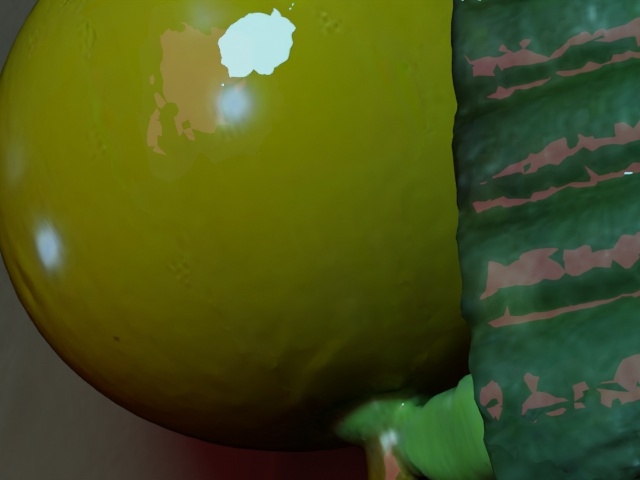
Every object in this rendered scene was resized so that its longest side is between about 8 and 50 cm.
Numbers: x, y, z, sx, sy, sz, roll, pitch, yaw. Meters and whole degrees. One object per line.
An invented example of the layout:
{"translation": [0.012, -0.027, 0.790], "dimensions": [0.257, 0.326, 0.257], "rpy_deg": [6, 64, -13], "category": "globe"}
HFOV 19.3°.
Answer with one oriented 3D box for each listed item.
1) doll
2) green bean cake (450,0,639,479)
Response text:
{"translation": [0.000, 0.000, 0.601], "dimensions": [0.213, 0.213, 0.236], "rpy_deg": [-30, 60, 30], "category": "doll"}
{"translation": [0.120, -0.001, 0.496], "dimensions": [0.094, 0.181, 0.173], "rpy_deg": [-22, 56, 33], "category": "green bean cake"}
